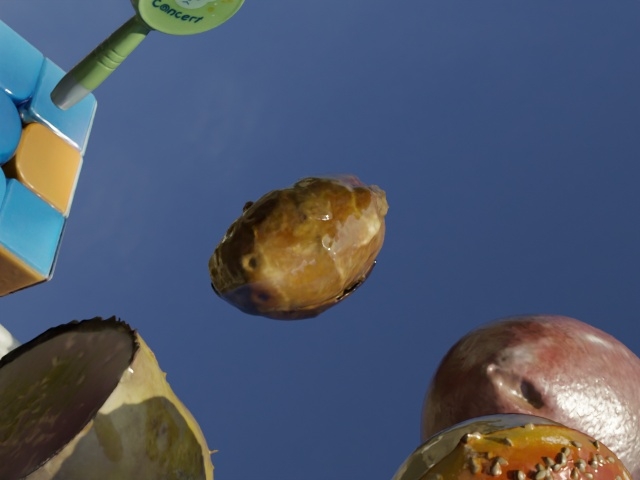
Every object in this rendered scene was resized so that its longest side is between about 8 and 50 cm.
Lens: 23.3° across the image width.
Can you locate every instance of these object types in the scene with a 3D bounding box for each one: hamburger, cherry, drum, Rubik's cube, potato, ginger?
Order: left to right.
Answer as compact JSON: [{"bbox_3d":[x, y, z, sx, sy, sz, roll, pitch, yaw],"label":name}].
[{"bbox_3d":[-0.491,-0.101,1.888,0.291,0.292,0.290,-20,-133,33],"label":"Rubik's cube"},{"bbox_3d":[-0.200,0.226,1.417,0.229,0.266,0.229,-22,-145,17],"label":"potato"},{"bbox_3d":[-0.159,-0.209,1.519,0.253,0.130,0.049,-49,-133,41],"label":"drum"},{"bbox_3d":[0.000,0.000,1.920,0.172,0.165,0.321,-9,-170,32],"label":"ginger"},{"bbox_3d":[0.149,0.240,1.236,0.237,0.237,0.147,-29,-150,9],"label":"hamburger"},{"bbox_3d":[0.217,0.196,1.577,0.221,0.307,0.261,23,-106,44],"label":"cherry"}]

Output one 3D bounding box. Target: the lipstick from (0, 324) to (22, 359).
[{"bbox_3d":[-0.312,0.155,1.655,0.059,0.264,0.059,-42,-167,12],"label":"lipstick"}]
